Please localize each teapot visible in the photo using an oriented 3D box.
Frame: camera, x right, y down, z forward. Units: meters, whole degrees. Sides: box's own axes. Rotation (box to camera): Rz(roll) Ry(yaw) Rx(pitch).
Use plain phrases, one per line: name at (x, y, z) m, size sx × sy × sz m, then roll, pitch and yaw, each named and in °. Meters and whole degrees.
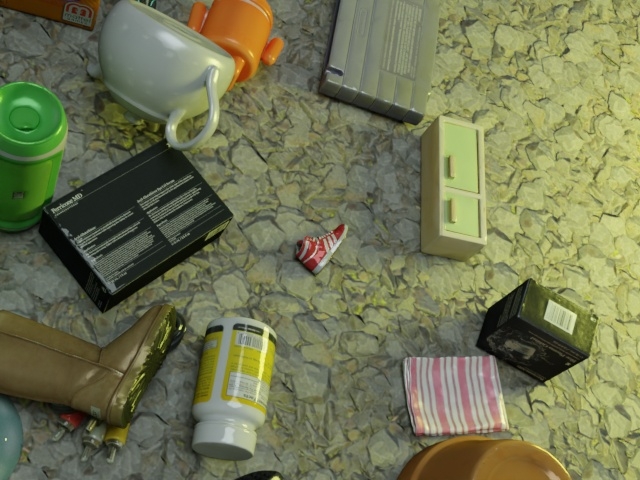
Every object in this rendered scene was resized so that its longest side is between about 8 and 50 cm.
teapot at (-0.280, -0.281, 1.654) m, size 0.253 × 0.256 × 0.187 m, roll 28°, pitch 101°, yaw -10°

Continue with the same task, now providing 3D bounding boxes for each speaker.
speaker at (-0.467, -0.121, 1.482) m, size 0.131 × 0.296 × 0.131 m, roll 9°, pitch 63°, yaw -18°

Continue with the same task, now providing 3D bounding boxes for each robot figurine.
robot figurine at (-0.162, -0.390, 1.836) m, size 0.158 × 0.128 × 0.219 m, roll 3°, pitch 58°, yaw 22°

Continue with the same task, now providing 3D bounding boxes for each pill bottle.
pill bottle at (-0.141, 0.238, 1.545) m, size 0.119 × 0.119 × 0.208 m, roll 16°, pitch 61°, yaw -14°

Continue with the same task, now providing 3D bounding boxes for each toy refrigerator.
toy refrigerator at (0.261, -0.105, 1.886) m, size 0.102 × 0.094 × 0.269 m, roll 12°, pitch 62°, yaw -16°

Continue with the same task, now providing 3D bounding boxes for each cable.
cable at (-0.326, 0.218, 1.536) m, size 0.140 × 0.072 × 0.287 m, roll 21°, pitch 46°, yaw 8°

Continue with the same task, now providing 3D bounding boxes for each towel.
towel at (0.246, 0.277, 1.734) m, size 0.197 × 0.029 × 0.144 m, roll 2°, pitch 66°, yaw -21°

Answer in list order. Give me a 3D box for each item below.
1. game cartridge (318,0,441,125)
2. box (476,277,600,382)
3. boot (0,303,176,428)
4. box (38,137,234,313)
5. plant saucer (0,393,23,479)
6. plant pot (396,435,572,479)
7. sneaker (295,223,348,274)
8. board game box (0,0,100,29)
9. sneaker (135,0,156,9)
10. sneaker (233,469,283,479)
game cartridge at (0.132, -0.420, 2.009) m, size 0.230 × 0.068 × 0.354 m, roll 20°, pitch 60°, yaw -17°
box at (0.399, 0.169, 1.771) m, size 0.156 × 0.158 × 0.093 m, roll 29°, pitch 58°, yaw -6°
boot at (-0.384, 0.155, 1.476) m, size 0.270 × 0.089 × 0.236 m, roll 16°, pitch 44°, yaw 8°
box at (-0.309, -0.030, 1.618) m, size 0.261 × 0.103 × 0.184 m, roll -35°, pitch 84°, yaw -31°
plant saucer at (-0.536, 0.289, 1.412) m, size 0.195 × 0.037 × 0.194 m, roll 8°, pitch 63°, yaw -17°
plant pot at (0.286, 0.446, 1.568) m, size 0.291 × 0.203 × 0.290 m, roll 9°, pitch 62°, yaw -18°
sneaker at (0.000, 0.000, 1.761) m, size 0.067 × 0.042 × 0.118 m, roll 38°, pitch 60°, yaw -5°
board game box at (-0.521, -0.655, 1.684) m, size 0.357 × 0.356 × 0.356 m, roll 12°, pitch 62°, yaw -16°
sneaker at (-0.339, -0.428, 1.812) m, size 0.065 × 0.076 × 0.166 m, roll 3°, pitch 65°, yaw -20°
sneaker at (-0.139, 0.453, 1.483) m, size 0.235 × 0.084 × 0.097 m, roll -38°, pitch 107°, yaw -30°
